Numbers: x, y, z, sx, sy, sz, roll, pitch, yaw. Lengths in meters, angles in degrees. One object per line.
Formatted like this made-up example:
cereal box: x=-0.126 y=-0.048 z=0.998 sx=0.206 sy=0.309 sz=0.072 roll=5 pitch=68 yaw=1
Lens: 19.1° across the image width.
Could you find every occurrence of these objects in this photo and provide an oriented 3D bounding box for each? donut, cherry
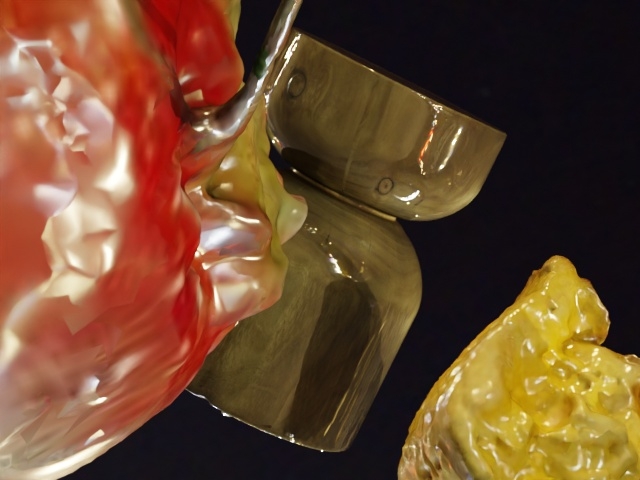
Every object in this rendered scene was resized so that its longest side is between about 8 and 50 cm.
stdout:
donut: x=0.220 y=0.243 z=1.156 sx=0.435 sy=0.163 sz=0.378 roll=27 pitch=-39 yaw=44
cherry: x=-0.127 y=-0.007 z=0.533 sx=0.175 sy=0.249 sz=0.192 roll=59 pitch=-7 yaw=12

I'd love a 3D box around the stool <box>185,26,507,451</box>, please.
stool: x=0.000 y=0.000 z=1.395 sx=0.179 sy=0.179 sz=0.264 roll=32 pitch=-81 yaw=40
